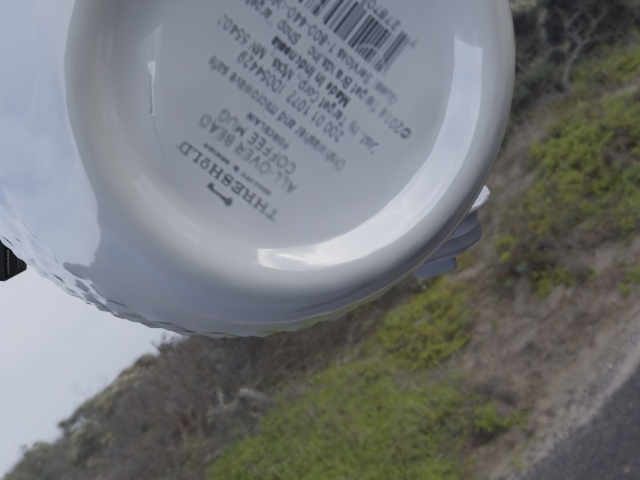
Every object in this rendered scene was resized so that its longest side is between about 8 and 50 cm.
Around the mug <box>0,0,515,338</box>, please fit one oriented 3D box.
[{"bbox_3d":[-0.086,-0.125,0.466,0.276,0.374,0.328,-41,21,-7],"label":"mug"}]

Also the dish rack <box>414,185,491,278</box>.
[{"bbox_3d":[0.000,0.000,0.990,0.333,0.072,0.285,-16,19,1],"label":"dish rack"}]

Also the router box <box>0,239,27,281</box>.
[{"bbox_3d":[-0.513,-0.108,1.239,0.081,0.243,0.308,-64,-25,-79],"label":"router box"}]
